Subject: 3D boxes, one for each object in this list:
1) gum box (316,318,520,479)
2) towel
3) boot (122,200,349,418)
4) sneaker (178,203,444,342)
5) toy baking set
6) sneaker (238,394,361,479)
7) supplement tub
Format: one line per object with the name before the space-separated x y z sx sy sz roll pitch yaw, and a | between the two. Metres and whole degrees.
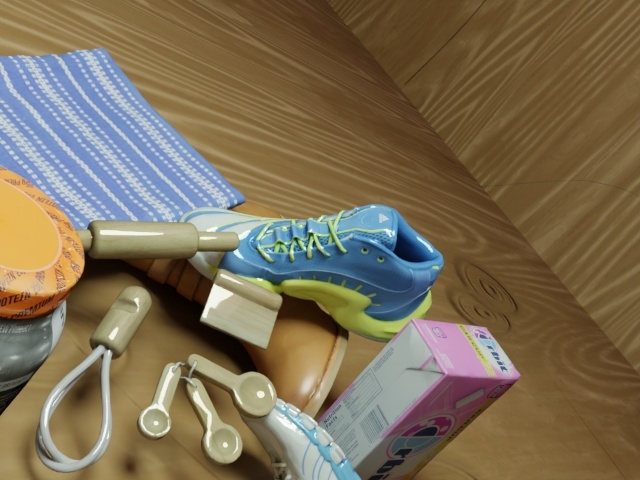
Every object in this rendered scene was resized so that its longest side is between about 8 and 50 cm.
gum box | 0.076 0.158 0.748 0.107 0.188 0.062 11 38 -42
towel | -0.245 -0.085 0.707 0.243 0.040 0.336 45 33 17
boot | -0.088 0.046 0.781 0.220 0.109 0.283 27 36 -19
sneaker | 0.000 0.000 0.721 0.240 0.126 0.091 21 39 -14
toy baking set | -0.133 0.067 0.593 0.256 0.030 0.197 5 56 -30
sneaker | -0.008 0.205 0.645 0.191 0.083 0.071 48 -23 -1
supplement tub | -0.209 0.054 0.413 0.117 0.190 0.117 37 22 -18
